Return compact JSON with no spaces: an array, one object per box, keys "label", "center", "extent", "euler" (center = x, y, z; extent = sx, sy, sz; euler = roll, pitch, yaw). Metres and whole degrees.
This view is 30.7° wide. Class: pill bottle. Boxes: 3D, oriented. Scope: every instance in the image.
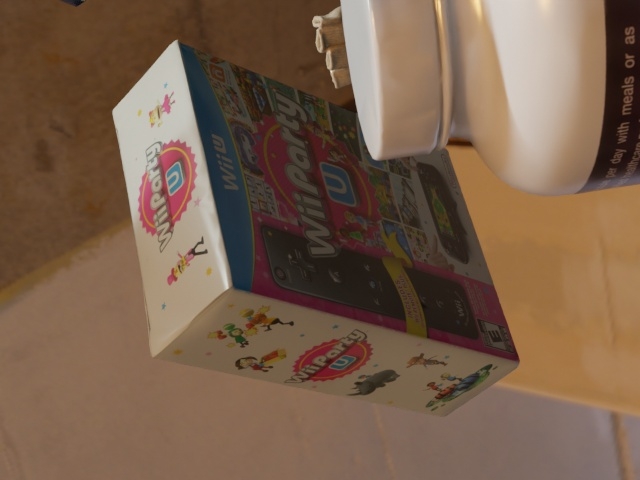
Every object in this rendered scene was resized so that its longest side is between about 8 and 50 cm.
[{"label":"pill bottle","center":[0.175,-0.121,0.539],"extent":[0.323,0.181,0.181],"euler":[-8,-75,-3]}]

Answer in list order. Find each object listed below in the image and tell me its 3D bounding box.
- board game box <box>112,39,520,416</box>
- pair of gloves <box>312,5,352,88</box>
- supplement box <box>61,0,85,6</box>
[{"label":"board game box","center":[0.000,0.000,0.910],"extent":[0.303,0.097,0.224],"euler":[16,-134,-40]},{"label":"pair of gloves","center":[0.068,-0.279,1.155],"extent":[0.204,0.042,0.240],"euler":[-30,-49,-20]},{"label":"supplement box","center":[-0.129,-0.185,0.616],"extent":[0.056,0.083,0.083],"euler":[10,-120,-56]}]
